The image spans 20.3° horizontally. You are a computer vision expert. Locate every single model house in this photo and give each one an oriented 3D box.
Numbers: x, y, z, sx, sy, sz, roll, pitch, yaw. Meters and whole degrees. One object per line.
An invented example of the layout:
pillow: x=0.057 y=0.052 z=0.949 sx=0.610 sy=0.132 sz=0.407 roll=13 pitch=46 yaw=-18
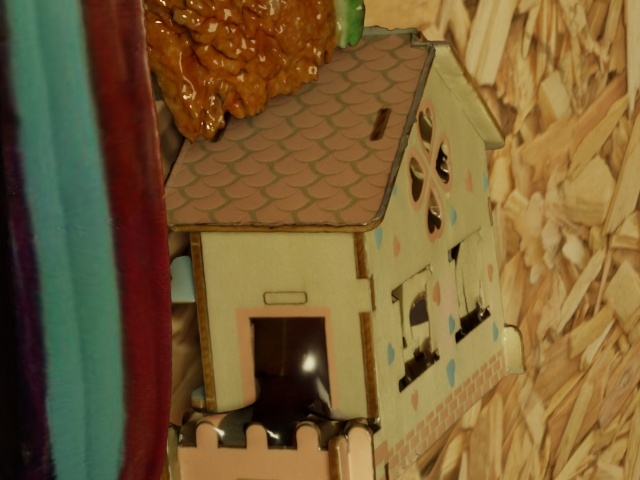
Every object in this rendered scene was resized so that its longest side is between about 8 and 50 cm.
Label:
model house: x=0.000 y=0.000 z=1.032 sx=0.326 sy=0.169 sz=0.244 roll=-28 pitch=118 yaw=-64

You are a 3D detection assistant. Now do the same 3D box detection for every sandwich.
sandwich: x=-0.052 y=-0.162 z=0.914 sx=0.160 sy=0.109 sz=0.185 roll=-38 pitch=139 yaw=-28

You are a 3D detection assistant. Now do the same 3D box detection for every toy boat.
toy boat: x=-0.120 y=-0.025 z=0.804 sx=0.079 sy=0.136 sz=0.392 roll=-20 pitch=127 yaw=-29
